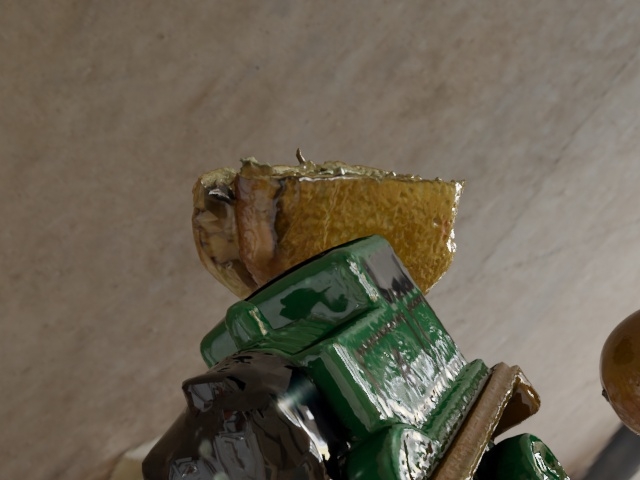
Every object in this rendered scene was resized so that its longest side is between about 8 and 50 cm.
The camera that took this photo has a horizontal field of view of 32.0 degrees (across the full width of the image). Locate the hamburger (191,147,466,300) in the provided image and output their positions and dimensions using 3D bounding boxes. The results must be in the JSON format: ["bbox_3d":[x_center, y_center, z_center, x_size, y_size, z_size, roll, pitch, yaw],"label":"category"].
[{"bbox_3d":[0.000,0.000,1.019,0.283,0.144,0.156,-2,108,-40],"label":"hamburger"}]

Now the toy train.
[{"bbox_3d":[0.021,0.131,0.655,0.178,0.249,0.429,-33,176,17],"label":"toy train"}]

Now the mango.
[{"bbox_3d":[0.336,0.100,0.949,0.221,0.120,0.151,-11,171,-30],"label":"mango"}]
